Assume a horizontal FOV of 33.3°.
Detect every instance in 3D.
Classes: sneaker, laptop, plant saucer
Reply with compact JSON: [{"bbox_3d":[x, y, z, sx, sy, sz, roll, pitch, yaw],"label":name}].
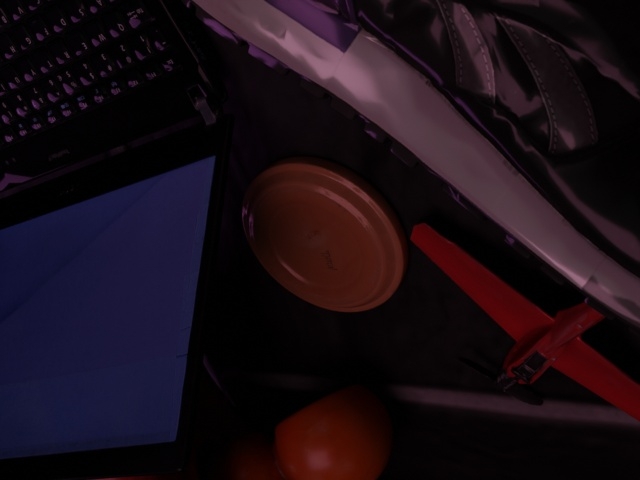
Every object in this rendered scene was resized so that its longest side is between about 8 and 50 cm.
[{"bbox_3d":[0.084,-0.070,0.318,0.283,0.107,0.124,32,130,6],"label":"sneaker"},{"bbox_3d":[-0.169,-0.034,0.483,0.234,0.136,0.264,-14,115,39],"label":"laptop"},{"bbox_3d":[0.000,0.000,0.492,0.083,0.013,0.083,18,134,20],"label":"plant saucer"}]

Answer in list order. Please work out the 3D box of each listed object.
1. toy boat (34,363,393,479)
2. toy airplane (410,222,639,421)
[{"bbox_3d":[-0.032,0.120,0.545,0.151,0.151,0.231,-33,106,14],"label":"toy boat"},{"bbox_3d":[0.103,0.035,0.432,0.151,0.028,0.151,26,145,20],"label":"toy airplane"}]
